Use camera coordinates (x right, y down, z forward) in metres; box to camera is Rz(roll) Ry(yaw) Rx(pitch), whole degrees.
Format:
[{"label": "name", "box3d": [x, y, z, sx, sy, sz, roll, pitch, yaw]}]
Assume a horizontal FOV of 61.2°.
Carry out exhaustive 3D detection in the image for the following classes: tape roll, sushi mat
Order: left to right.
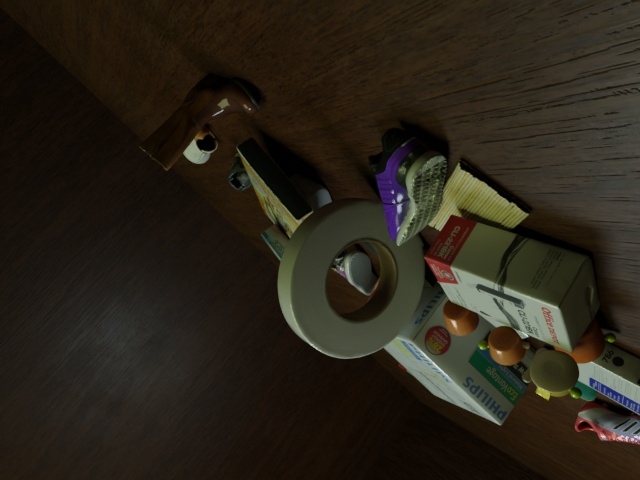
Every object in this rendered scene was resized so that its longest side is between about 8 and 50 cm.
[{"label": "tape roll", "box3d": [0.085, 0.090, 1.311, 0.392, 0.392, 0.072, 47, 166, -27]}, {"label": "sushi mat", "box3d": [0.295, -0.048, 1.073, 0.151, 0.019, 0.316, 37, 167, 10]}]

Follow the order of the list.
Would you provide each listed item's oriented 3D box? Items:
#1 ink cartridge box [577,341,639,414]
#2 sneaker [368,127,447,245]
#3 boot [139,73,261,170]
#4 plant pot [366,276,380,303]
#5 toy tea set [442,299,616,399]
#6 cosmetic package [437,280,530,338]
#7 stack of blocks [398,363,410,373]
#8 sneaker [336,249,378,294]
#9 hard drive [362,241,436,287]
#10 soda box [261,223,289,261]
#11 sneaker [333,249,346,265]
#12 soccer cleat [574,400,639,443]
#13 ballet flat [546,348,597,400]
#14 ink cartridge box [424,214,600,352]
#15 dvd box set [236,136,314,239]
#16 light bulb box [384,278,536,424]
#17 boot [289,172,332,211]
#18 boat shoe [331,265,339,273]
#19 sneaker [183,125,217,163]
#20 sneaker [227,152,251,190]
[{"label": "ink cartridge box", "box3d": [0.666, 0.309, 1.118, 0.333, 0.065, 0.165, 29, 163, 37]}, {"label": "sneaker", "box3d": [0.158, -0.112, 1.066, 0.146, 0.102, 0.293, 46, 160, 24]}, {"label": "boot", "box3d": [-0.311, -0.294, 1.370, 0.264, 0.280, 0.096, 31, 164, 35]}, {"label": "plant pot", "box3d": [0.249, 0.241, 1.837, 0.180, 0.201, 0.201, 23, 166, 3]}, {"label": "toy tea set", "box3d": [0.423, 0.195, 1.137, 0.336, 0.200, 0.124, 32, 164, 44]}, {"label": "cosmetic package", "box3d": [0.404, 0.145, 1.316, 0.239, 0.060, 0.099, 38, 168, 10]}, {"label": "stack of blocks", "box3d": [0.421, 0.409, 1.900, 0.297, 0.171, 0.087, 28, 180, -45]}, {"label": "sneaker", "box3d": [0.101, 0.091, 1.920, 0.161, 0.102, 0.282, 37, 167, 31]}, {"label": "hard drive", "box3d": [0.204, 0.032, 1.516, 0.255, 0.054, 0.172, 43, 167, -11]}, {"label": "soda box", "box3d": [-0.115, 0.036, 1.764, 0.183, 0.063, 0.058, 51, 170, 13]}, {"label": "sneaker", "box3d": [0.000, 0.000, 1.842, 0.234, 0.078, 0.106, 48, 160, 26]}, {"label": "soccer cleat", "box3d": [0.753, 0.475, 1.357, 0.083, 0.095, 0.248, 44, 167, -15]}, {"label": "ballet flat", "box3d": [0.627, 0.333, 1.370, 0.168, 0.057, 0.052, 42, -165, 8]}, {"label": "ink cartridge box", "box3d": [0.365, 0.079, 1.036, 0.273, 0.114, 0.197, 22, 160, 41]}, {"label": "dvd box set", "box3d": [-0.108, -0.091, 1.660, 0.307, 0.062, 0.420, 50, 170, 21]}, {"label": "light bulb box", "box3d": [0.365, 0.298, 1.569, 0.358, 0.225, 0.361, 43, 166, -11]}, {"label": "boot", "box3d": [-0.017, -0.103, 1.653, 0.123, 0.095, 0.258, 39, 161, 34]}, {"label": "boat shoe", "box3d": [0.060, 0.100, 2.154, 0.152, 0.056, 0.049, 37, 162, 13]}, {"label": "sneaker", "box3d": [-0.432, -0.336, 1.970, 0.123, 0.106, 0.290, 41, 166, 10]}, {"label": "sneaker", "box3d": [-0.265, -0.229, 1.822, 0.111, 0.121, 0.300, 43, 167, -12]}]
